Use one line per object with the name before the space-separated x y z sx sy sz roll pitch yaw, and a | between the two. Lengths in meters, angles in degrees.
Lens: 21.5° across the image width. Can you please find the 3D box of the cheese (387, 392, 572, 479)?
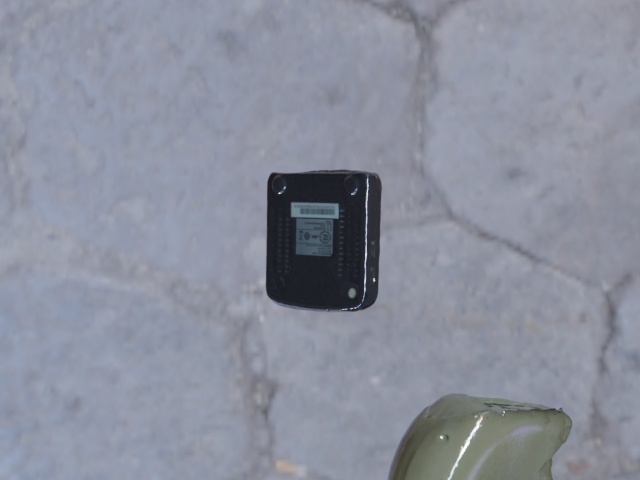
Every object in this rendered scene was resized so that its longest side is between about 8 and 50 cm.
cheese | 0.138 0.234 1.564 0.175 0.091 0.202 2 110 -37

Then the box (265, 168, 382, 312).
box | 0.000 0.000 1.467 0.126 0.125 0.027 2 180 43
